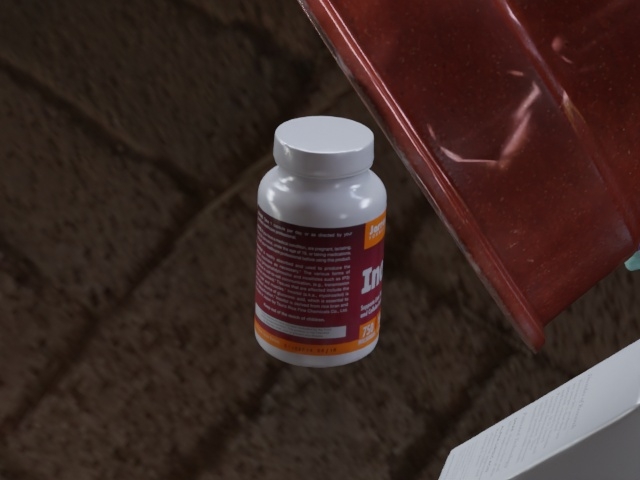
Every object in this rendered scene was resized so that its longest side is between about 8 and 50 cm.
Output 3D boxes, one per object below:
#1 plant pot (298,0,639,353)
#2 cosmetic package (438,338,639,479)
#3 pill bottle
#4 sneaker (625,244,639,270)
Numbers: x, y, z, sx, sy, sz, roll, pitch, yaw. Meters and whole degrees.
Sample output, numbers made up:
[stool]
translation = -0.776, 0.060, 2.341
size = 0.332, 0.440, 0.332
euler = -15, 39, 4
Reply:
[plant pot]
translation = 0.133, -0.132, 0.849
size = 0.265, 0.272, 0.272
euler = -33, 70, 4
[cosmetic package]
translation = 0.190, 0.165, 1.304
size = 0.117, 0.231, 0.085
euler = 41, 43, -14
[pill bottle]
translation = 0.000, 0.000, 1.237
size = 0.086, 0.086, 0.152
euler = 9, 116, 14
[sneaker]
translation = 0.238, -0.028, 1.348
size = 0.038, 0.098, 0.069
euler = -10, 109, 30
